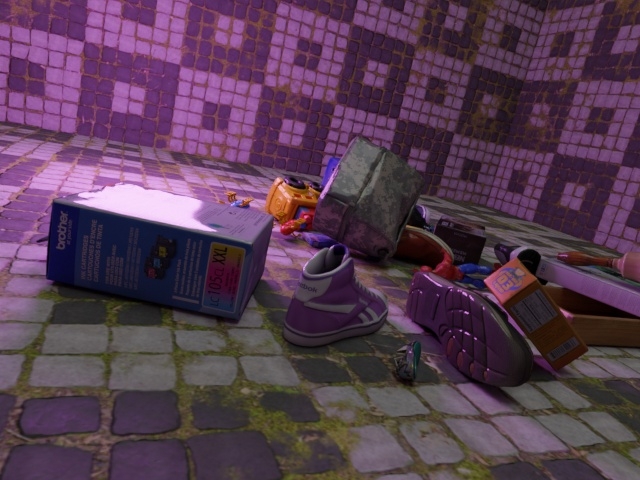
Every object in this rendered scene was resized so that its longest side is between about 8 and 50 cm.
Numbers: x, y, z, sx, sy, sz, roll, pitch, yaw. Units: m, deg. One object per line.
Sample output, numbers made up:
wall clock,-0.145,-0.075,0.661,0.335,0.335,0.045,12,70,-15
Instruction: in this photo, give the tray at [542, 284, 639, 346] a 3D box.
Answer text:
tray,0.694,0.190,1.190,0.412,0.076,0.203,8,14,-22

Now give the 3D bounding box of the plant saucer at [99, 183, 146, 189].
plant saucer,-0.575,-0.138,1.441,0.200,0.037,0.200,12,13,-3

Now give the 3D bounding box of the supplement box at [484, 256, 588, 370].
supplement box,0.391,0.136,0.854,0.233,0.080,0.078,47,13,-28

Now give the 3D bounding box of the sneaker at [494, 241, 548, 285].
sneaker,0.601,0.071,1.385,0.272,0.100,0.108,32,3,-41

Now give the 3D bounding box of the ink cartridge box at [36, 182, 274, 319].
ink cartridge box,-0.307,-0.002,0.889,0.396,0.151,0.270,14,13,-1

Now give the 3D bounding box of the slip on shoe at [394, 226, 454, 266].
slip on shoe,0.253,0.013,1.475,0.332,0.122,0.101,25,52,23

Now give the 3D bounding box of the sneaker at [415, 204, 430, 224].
sneaker,0.326,-0.094,1.904,0.128,0.126,0.321,14,2,-13

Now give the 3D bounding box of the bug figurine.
bug figurine,-0.196,-0.064,1.411,0.279,0.072,0.216,23,23,21

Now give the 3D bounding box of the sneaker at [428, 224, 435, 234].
sneaker,0.451,-0.031,1.895,0.145,0.059,0.053,12,11,-8

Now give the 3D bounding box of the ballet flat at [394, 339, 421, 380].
ballet flat,0.139,0.189,0.763,0.041,0.041,0.114,16,13,13

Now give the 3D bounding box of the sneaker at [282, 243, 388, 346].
sneaker,0.056,0.085,0.853,0.102,0.160,0.282,19,14,31

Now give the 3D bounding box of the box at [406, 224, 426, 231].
box,0.237,-0.022,1.606,0.233,0.087,0.058,16,14,11

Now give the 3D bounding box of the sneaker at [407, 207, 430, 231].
sneaker,0.298,-0.045,1.718,0.153,0.101,0.268,48,-20,0

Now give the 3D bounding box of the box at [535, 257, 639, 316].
box,0.781,0.124,1.259,0.233,0.058,0.322,0,20,-43

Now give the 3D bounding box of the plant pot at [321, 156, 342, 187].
plant pot,0.148,-0.183,1.899,0.236,0.235,0.212,4,23,-32

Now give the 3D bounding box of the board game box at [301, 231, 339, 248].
board game box,0.000,0.000,1.438,0.090,0.019,0.090,7,14,-25

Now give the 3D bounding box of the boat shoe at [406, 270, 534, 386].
boat shoe,0.285,0.146,0.874,0.131,0.132,0.355,9,15,-16

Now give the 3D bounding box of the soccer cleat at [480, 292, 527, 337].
soccer cleat,0.427,0.165,1.069,0.076,0.068,0.196,13,10,-13

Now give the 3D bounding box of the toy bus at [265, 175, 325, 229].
toy bus,-0.045,-0.102,1.590,0.221,0.149,0.211,6,28,-35

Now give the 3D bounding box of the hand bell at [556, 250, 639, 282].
hand bell,0.743,0.057,1.223,0.126,0.126,0.242,-1,8,-44

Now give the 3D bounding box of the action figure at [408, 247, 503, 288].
action figure,0.367,0.077,1.319,0.281,0.091,0.139,5,22,-33

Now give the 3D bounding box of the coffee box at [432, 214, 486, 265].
coffee box,0.485,-0.001,1.672,0.168,0.118,0.297,18,14,16

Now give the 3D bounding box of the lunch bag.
lunch bag,0.148,-0.114,1.394,0.256,0.305,0.212,26,-28,8
